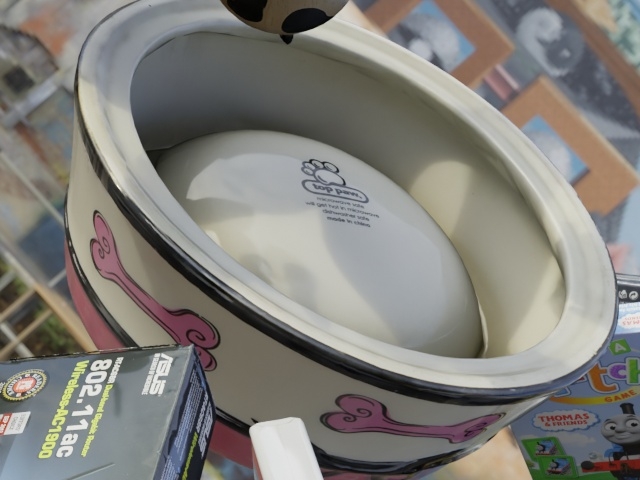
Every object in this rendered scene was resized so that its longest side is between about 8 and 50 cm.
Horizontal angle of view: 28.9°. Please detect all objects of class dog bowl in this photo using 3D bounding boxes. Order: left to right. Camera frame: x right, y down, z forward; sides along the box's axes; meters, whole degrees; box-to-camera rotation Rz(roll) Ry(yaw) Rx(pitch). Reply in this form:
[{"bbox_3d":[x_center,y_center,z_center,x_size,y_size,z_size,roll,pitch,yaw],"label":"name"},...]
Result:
[{"bbox_3d":[0.000,0.000,0.887,0.408,0.150,0.408,20,35,-15],"label":"dog bowl"}]

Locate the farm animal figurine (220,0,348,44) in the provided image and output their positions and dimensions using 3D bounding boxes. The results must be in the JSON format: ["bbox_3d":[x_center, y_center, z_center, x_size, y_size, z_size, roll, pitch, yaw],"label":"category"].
[{"bbox_3d":[-0.035,-0.209,0.657,0.327,0.330,0.172,68,9,-69],"label":"farm animal figurine"}]

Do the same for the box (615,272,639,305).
[{"bbox_3d":[0.313,0.116,1.288,0.093,0.158,0.156,6,2,10],"label":"box"}]

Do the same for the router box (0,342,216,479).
[{"bbox_3d":[-0.092,0.089,0.416,0.122,0.092,0.038,-80,161,-54],"label":"router box"}]

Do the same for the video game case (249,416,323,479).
[{"bbox_3d":[0.011,0.244,0.495,0.204,0.025,0.285,-115,-161,-59],"label":"video game case"}]

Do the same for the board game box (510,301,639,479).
[{"bbox_3d":[0.239,0.141,1.056,0.039,0.160,0.211,-73,146,-45],"label":"board game box"}]
